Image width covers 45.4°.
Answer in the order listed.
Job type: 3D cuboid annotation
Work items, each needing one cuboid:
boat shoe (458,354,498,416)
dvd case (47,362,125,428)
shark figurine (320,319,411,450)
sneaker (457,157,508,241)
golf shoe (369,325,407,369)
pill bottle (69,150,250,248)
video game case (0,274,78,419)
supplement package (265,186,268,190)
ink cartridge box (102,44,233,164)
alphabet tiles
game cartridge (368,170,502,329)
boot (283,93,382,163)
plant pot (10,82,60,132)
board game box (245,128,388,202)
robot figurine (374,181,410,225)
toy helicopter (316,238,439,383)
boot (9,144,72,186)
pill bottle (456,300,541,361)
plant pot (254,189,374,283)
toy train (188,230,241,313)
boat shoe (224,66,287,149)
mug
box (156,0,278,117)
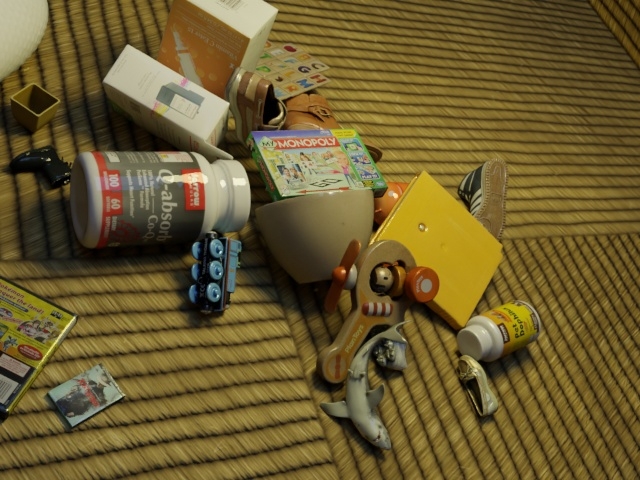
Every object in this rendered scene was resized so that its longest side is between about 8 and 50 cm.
[{"bbox_3d":[0.368,0.346,1.831,0.048,0.056,0.153,-8,65,-37],"label":"boat shoe"},{"bbox_3d":[-0.451,0.298,1.479,0.119,0.013,0.087,-27,69,-41],"label":"dvd case"},{"bbox_3d":[0.104,0.300,1.683,0.166,0.278,0.116,10,1,18],"label":"shark figurine"},{"bbox_3d":[0.461,-0.089,2.222,0.099,0.153,0.282,17,78,-18],"label":"sneaker"},{"bbox_3d":[0.166,0.234,1.828,0.086,0.069,0.176,32,40,-35],"label":"golf shoe"},{"bbox_3d":[-0.357,-0.096,1.716,0.363,0.210,0.210,-4,56,-29],"label":"pill bottle"},{"bbox_3d":[-0.650,0.177,1.463,0.275,0.035,0.248,28,46,-3],"label":"video game case"},{"bbox_3d":[-0.036,-0.160,2.006,0.179,0.105,0.105,25,45,-7],"label":"supplement package"},{"bbox_3d":[-0.342,-0.310,1.887,0.354,0.207,0.119,31,77,-2],"label":"ink cartridge box"},{"bbox_3d":[-0.146,-0.507,2.256,0.285,0.011,0.343,37,44,25],"label":"alphabet tiles"},{"bbox_3d":[0.305,0.023,1.976,0.324,0.053,0.285,43,60,-12],"label":"game cartridge"},{"bbox_3d":[0.029,-0.315,2.185,0.284,0.109,0.220,3,48,-16],"label":"boot"},{"bbox_3d":[-0.679,-0.306,1.812,0.081,0.083,0.081,34,46,1],"label":"plant pot"},{"bbox_3d":[-0.007,-0.190,1.940,0.317,0.046,0.213,-7,57,-32],"label":"board game box"},{"bbox_3d":[0.227,-0.093,2.069,0.220,0.128,0.158,3,77,-25],"label":"robot figurine"},{"bbox_3d":[0.090,0.153,1.719,0.235,0.140,0.355,38,76,-28],"label":"toy helicopter"},{"bbox_3d":[-0.630,-0.162,1.749,0.099,0.045,0.121,49,47,11],"label":"boot"},{"bbox_3d":[0.444,0.231,1.919,0.215,0.117,0.117,-16,62,-36],"label":"pill bottle"},{"bbox_3d":[0.000,0.000,1.810,0.284,0.284,0.190,-8,86,-32],"label":"plant pot"},{"bbox_3d":[-0.232,0.074,1.701,0.105,0.080,0.184,20,67,-53],"label":"toy train"},{"bbox_3d":[-0.149,-0.312,1.943,0.117,0.324,0.123,15,74,14],"label":"boat shoe"},{"bbox_3d":[-0.848,-0.519,1.805,0.374,0.276,0.328,6,37,17],"label":"mug"},{"bbox_3d":[-0.285,-0.478,1.974,0.215,0.345,0.168,31,46,0],"label":"box"}]
